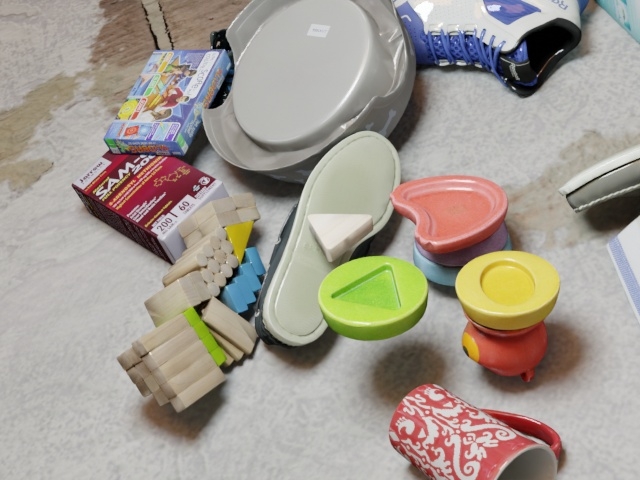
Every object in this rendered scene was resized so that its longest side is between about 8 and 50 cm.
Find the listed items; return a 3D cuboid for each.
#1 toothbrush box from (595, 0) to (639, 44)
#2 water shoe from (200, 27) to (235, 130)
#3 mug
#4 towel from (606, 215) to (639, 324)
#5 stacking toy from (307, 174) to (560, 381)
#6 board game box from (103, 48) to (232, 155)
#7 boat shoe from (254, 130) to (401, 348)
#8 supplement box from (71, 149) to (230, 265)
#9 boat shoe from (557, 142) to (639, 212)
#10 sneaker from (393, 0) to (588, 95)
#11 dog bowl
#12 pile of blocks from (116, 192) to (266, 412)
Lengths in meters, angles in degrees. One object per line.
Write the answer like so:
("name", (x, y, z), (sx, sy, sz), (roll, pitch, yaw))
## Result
("toothbrush box", (0.525, -0.410, 1.776), (0.216, 0.126, 0.295), (-27, 44, -3))
("water shoe", (-0.172, -0.263, 1.973), (0.072, 0.080, 0.203), (-10, 47, 16))
("mug", (0.177, 0.242, 1.367), (0.169, 0.150, 0.113), (30, 102, 44))
("towel", (0.470, -0.003, 1.402), (0.285, 0.034, 0.209), (-44, 38, 27))
("stacking toy", (0.134, 0.060, 1.508), (0.279, 0.130, 0.309), (-11, 35, -2))
("board game box", (-0.237, -0.218, 1.888), (0.136, 0.035, 0.201), (4, 53, 27))
("boat shoe", (0.003, 0.003, 1.640), (0.113, 0.127, 0.340), (-38, 28, 60))
("supplement box", (-0.254, -0.065, 1.834), (0.239, 0.073, 0.130), (27, 65, 40))
("boat shoe", (0.455, -0.095, 1.534), (0.305, 0.091, 0.109), (-23, 2, 1))
("sneaker", (0.248, -0.304, 1.798), (0.315, 0.127, 0.182), (-9, 45, 14))
("dog bowl", (-0.012, -0.241, 1.803), (0.348, 0.102, 0.349), (-17, 58, 29))
("pile of blocks", (-0.166, 0.091, 1.644), (0.112, 0.149, 0.362), (-31, 26, 42))
